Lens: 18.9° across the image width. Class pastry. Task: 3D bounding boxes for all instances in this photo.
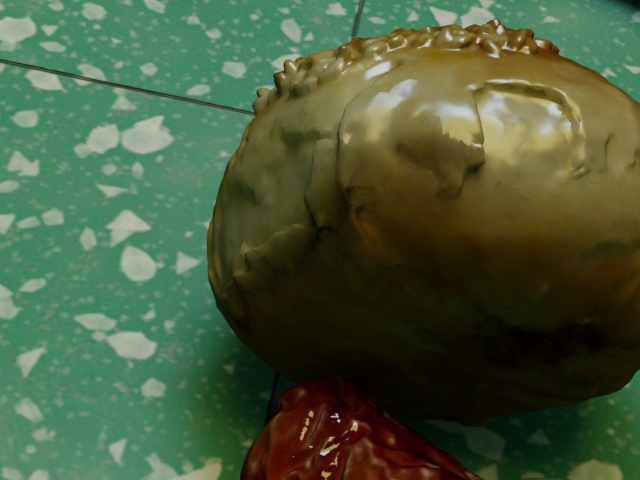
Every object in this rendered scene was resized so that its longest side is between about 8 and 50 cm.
[{"bbox_3d":[0.104,-0.016,1.527,0.409,0.409,0.245,7,60,-4],"label":"pastry"}]

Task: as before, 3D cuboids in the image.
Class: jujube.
[{"bbox_3d":[0.059,0.240,1.415,0.216,0.216,0.342,-15,43,-23],"label":"jujube"}]

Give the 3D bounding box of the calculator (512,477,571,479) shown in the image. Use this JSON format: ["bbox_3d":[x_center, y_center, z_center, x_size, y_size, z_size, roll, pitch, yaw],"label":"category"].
[{"bbox_3d":[0.169,0.235,1.562,0.153,0.021,0.095,-5,48,-20],"label":"calculator"}]
